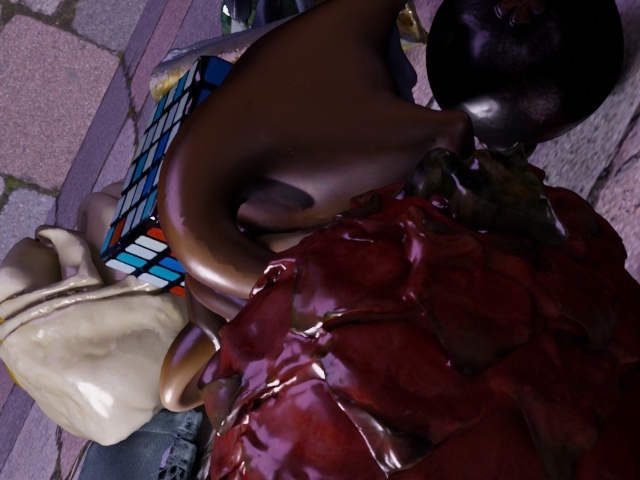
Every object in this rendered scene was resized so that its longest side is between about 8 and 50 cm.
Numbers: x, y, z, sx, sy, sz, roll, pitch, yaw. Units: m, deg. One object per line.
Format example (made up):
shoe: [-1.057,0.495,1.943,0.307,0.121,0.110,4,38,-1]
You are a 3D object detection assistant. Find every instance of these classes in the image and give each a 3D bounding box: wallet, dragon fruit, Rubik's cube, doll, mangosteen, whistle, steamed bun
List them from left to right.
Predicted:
wallet: [-0.223,0.341,1.723,0.237,0.075,0.342,-17,50,62]
steamed bun: [-0.219,0.047,1.770,0.289,0.203,0.276,-49,22,-19]
Rubik's cube: [-0.082,-0.044,1.594,0.187,0.182,0.184,-31,38,65]
whistle: [-0.036,-0.183,1.607,0.326,0.068,0.057,-12,19,40]
doll: [0.004,0.001,1.124,0.339,0.209,0.317,102,-176,-56]
dragon fruit: [0.049,0.093,0.869,0.298,0.244,0.244,-59,15,-6]
mangosteen: [0.138,-0.118,1.125,0.151,0.137,0.137,73,-154,-56]

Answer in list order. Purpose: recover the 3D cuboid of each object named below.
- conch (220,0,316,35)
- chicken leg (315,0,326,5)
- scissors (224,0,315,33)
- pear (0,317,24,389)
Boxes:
conch: [-0.046,-0.293,1.868,0.176,0.122,0.188,-39,-19,-1]
chicken leg: [0.026,-0.228,1.702,0.207,0.085,0.101,137,139,-73]
scissors: [-0.083,-0.197,1.810,0.256,0.029,0.383,59,155,32]
pear: [-0.307,0.105,2.073,0.209,0.209,0.209,-57,19,31]
